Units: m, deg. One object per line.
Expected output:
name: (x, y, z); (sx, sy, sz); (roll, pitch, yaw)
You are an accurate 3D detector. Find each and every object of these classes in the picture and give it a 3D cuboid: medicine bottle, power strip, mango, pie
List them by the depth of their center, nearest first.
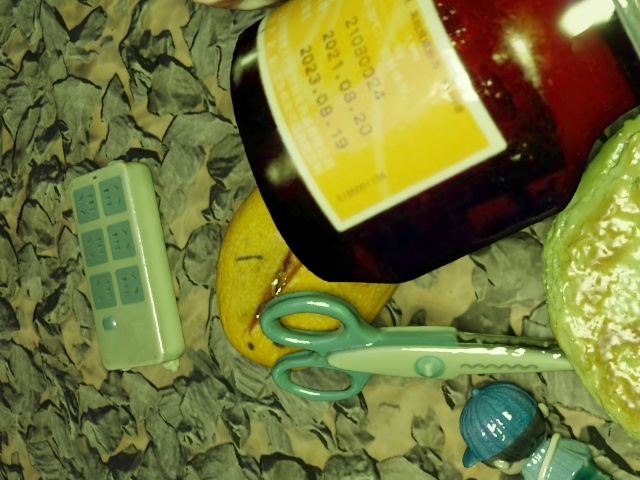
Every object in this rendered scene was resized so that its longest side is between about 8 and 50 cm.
medicine bottle: (0.149, -0.132, 0.641); (0.395, 0.242, 0.242); (-23, 81, 19)
pie: (0.307, 0.034, 0.673); (0.303, 0.067, 0.302); (9, 106, 31)
mango: (-0.004, 0.002, 0.869); (0.177, 0.120, 0.294); (38, 117, 18)
power strip: (-0.237, 0.034, 1.087); (0.118, 0.046, 0.270); (-12, 88, 35)

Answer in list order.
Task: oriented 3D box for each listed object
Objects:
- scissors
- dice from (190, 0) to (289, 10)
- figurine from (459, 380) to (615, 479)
scissors: (0.089, 0.100, 0.805); (0.289, 0.041, 0.138); (-1, 128, 11)
dice: (-0.064, -0.327, 0.847); (0.175, 0.174, 0.179); (-6, 91, 34)
figurine: (0.187, 0.191, 0.786); (0.149, 0.087, 0.086); (37, 77, 26)
